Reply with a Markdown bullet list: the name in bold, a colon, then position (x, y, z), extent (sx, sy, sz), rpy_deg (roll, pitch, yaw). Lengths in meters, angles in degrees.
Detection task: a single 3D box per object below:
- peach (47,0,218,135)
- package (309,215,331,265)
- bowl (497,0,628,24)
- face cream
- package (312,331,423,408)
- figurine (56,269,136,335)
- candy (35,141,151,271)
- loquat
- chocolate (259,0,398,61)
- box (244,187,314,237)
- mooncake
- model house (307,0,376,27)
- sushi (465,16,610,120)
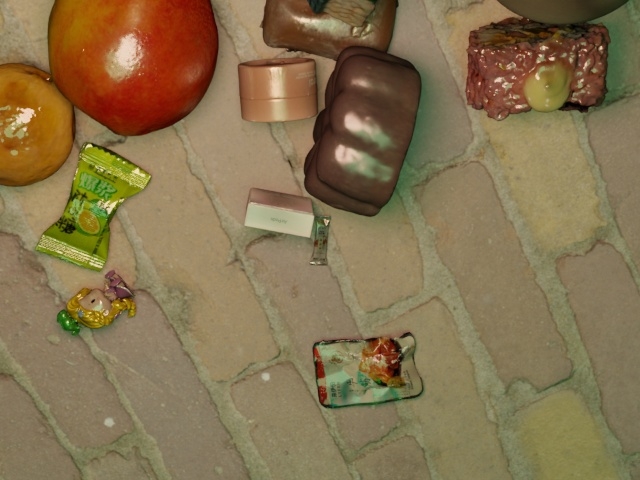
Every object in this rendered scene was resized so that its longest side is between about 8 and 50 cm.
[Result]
- **peach**: position (-0.331, -0.359, 1.675), extent (0.308, 0.308, 0.332), rpy_deg (28, 87, -11)
- **package**: position (0.000, 0.000, 1.933), extent (0.037, 0.015, 0.110), rpy_deg (2, 109, -9)
- **bowl**: position (0.434, -0.516, 1.671), extent (0.354, 0.353, 0.185), rpy_deg (-14, 151, 2)
- **face cream**: position (-0.080, -0.287, 1.770), extent (0.149, 0.149, 0.104), rpy_deg (-3, 106, -2)
- **package**: position (0.104, 0.282, 2.013), extent (0.232, 0.040, 0.166), rpy_deg (-6, 108, 0)
- **figurine**: position (-0.454, 0.147, 1.922), extent (0.156, 0.095, 0.115), rpy_deg (-38, 127, -10)
- **candy**: position (-0.455, -0.059, 1.867), extent (0.149, 0.069, 0.246), rpy_deg (26, 103, -8)
- **loquat**: position (-0.570, -0.216, 1.746), extent (0.238, 0.193, 0.238), rpy_deg (-1, 123, -2)
- **chocolate**: position (0.017, -0.420, 1.769), extent (0.262, 0.083, 0.161), rpy_deg (7, 105, -4)
- **box**: position (-0.082, -0.057, 1.851), extent (0.130, 0.129, 0.051), rpy_deg (10, 106, -6)
- **mooncake**: position (0.072, -0.204, 1.739), extent (0.154, 0.306, 0.306), rpy_deg (16, 106, -9)
- **model house**: position (0.013, -0.567, 1.621), extent (0.284, 0.243, 0.298), rpy_deg (21, 79, -5)
- **sushi**: position (0.400, -0.317, 1.746), extent (0.270, 0.236, 0.170), rpy_deg (-5, 116, -5)
